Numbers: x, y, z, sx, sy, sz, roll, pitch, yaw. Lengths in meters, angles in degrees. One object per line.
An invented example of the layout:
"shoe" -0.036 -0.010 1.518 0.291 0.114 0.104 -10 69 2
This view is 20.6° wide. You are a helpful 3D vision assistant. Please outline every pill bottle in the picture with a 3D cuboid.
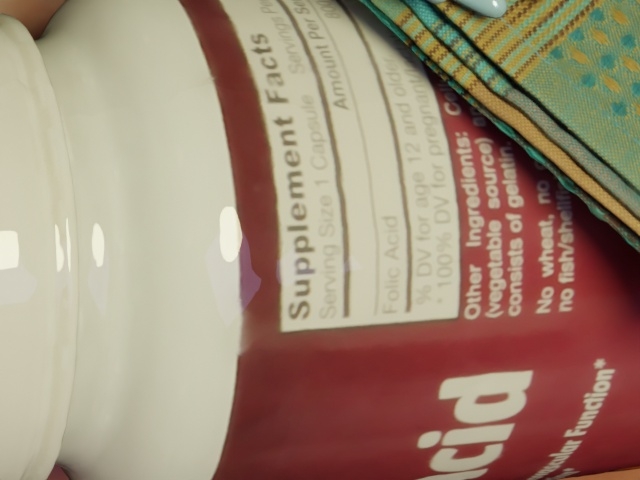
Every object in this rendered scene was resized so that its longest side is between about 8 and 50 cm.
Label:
"pill bottle" 0.000 0.000 0.743 0.392 0.224 0.224 -3 101 -23

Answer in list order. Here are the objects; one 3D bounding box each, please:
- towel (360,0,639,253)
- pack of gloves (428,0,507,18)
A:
"towel" 0.101 -0.159 0.721 0.370 0.040 0.271 44 54 9
"pack of gloves" 0.046 -0.198 0.673 0.195 0.046 0.232 -36 77 -33
